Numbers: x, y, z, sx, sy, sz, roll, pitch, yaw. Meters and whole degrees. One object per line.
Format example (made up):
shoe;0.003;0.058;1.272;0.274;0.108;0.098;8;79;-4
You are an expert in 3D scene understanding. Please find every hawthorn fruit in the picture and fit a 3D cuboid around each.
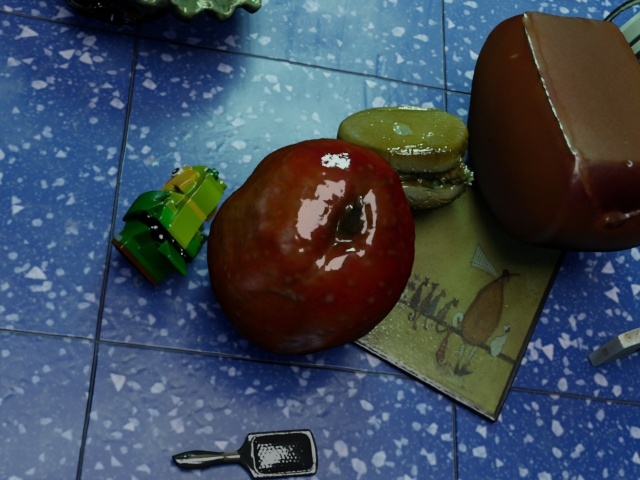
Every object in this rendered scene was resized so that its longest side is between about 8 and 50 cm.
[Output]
hawthorn fruit;0.000;0.000;1.337;0.287;0.330;0.287;5;73;-17

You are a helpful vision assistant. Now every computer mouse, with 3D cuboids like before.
computer mouse;-0.287;-0.381;1.584;0.241;0.077;0.146;-29;67;-37

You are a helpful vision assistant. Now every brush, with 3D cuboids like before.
brush;-0.096;0.280;1.351;0.193;0.016;0.063;-1;64;-17

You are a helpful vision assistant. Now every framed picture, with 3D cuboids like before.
framed picture;0.208;0.068;1.543;0.255;0.014;0.339;30;61;0

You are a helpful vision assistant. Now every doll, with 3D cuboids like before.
doll;-0.198;-0.026;1.410;0.106;0.134;0.186;50;48;-29

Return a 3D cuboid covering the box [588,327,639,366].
box;0.487;0.142;1.543;0.166;0.090;0.024;-14;70;-22

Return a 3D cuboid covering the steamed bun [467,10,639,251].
steamed bun;0.354;-0.139;1.550;0.235;0.248;0.379;2;54;-19

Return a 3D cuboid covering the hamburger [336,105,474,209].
hamburger;0.115;-0.121;1.530;0.215;0.122;0.189;-3;32;-12

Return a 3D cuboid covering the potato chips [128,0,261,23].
potato chips;-0.255;-0.470;1.575;0.358;0.070;0.429;-9;51;-32

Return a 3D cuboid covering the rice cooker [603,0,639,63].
rice cooker;0.553;-0.280;1.691;0.226;0.226;0.244;-31;78;-26
